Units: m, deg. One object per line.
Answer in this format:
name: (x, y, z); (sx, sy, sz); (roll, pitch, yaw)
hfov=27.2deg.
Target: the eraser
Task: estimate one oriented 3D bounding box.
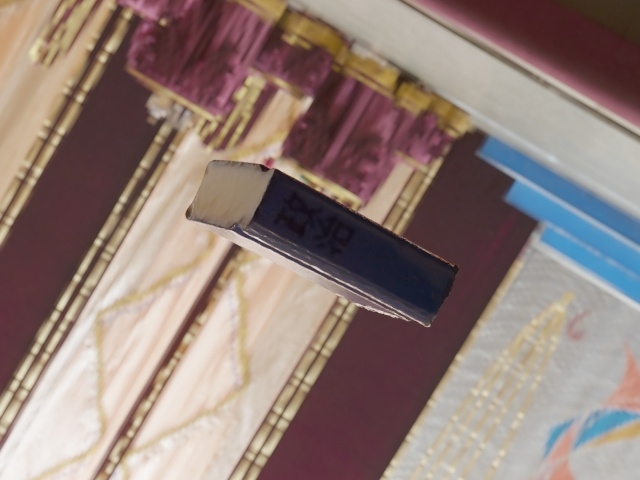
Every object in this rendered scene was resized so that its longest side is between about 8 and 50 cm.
eraser: (0.000, 0.000, 0.486); (0.084, 0.027, 0.063); (28, 172, -27)
